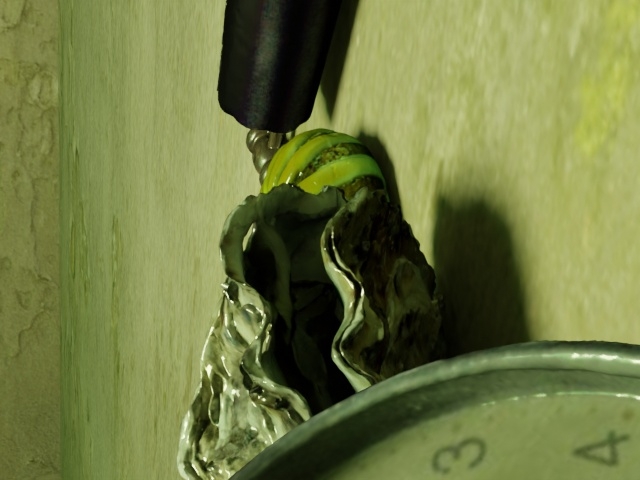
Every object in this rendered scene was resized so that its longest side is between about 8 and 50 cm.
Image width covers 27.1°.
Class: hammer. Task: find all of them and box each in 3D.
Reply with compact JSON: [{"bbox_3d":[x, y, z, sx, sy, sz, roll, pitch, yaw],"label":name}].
[{"bbox_3d":[-0.014,-0.156,0.899,0.292,0.029,0.058,104,154,-42],"label":"hammer"}]

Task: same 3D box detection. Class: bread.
[{"bbox_3d":[0.000,0.000,0.809,0.130,0.071,0.139,123,140,-57],"label":"bread"}]

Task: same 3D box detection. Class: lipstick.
[{"bbox_3d":[-0.002,-0.236,0.744,0.418,0.077,0.077,103,156,-44],"label":"lipstick"}]

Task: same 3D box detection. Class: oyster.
[{"bbox_3d":[0.002,0.101,0.669,0.198,0.112,0.267,-28,-61,-67],"label":"oyster"}]

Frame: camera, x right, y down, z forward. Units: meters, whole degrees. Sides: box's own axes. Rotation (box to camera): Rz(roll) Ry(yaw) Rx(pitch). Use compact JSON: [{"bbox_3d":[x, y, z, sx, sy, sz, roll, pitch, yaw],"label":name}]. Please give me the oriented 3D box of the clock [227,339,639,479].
[{"bbox_3d":[0.041,0.146,0.372,0.055,0.281,0.280,56,-178,-34],"label":"clock"}]
